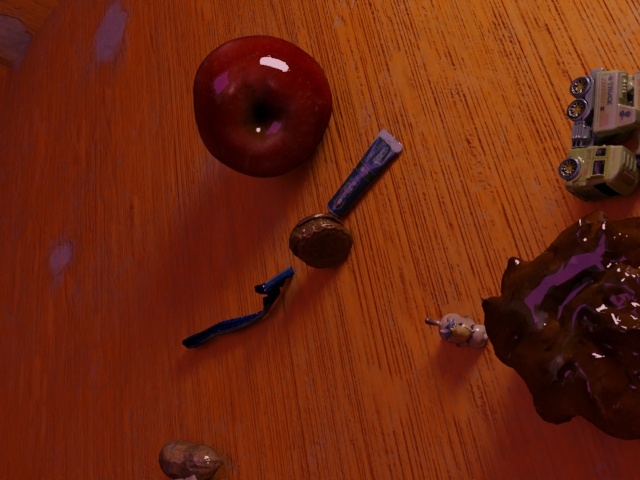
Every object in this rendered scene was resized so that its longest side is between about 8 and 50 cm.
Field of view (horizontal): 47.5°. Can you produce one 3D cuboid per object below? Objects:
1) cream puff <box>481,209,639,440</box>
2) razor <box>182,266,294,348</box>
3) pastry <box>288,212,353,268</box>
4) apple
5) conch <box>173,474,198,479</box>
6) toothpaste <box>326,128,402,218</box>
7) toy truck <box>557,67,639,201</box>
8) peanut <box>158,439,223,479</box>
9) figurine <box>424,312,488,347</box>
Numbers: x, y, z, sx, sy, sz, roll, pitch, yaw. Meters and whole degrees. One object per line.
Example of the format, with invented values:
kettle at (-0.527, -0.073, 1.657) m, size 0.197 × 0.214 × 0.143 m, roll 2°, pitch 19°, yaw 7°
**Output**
cream puff at (0.313, 0.098, 0.838) m, size 0.241 × 0.155 × 0.268 m, roll -32°, pitch 47°, yaw 29°
razor at (-0.168, 0.154, 1.410) m, size 0.324 × 0.093 × 0.056 m, roll -35°, pitch 87°, yaw 38°
pastry at (0.000, 0.000, 1.250) m, size 0.109 × 0.097 × 0.057 m, roll -19°, pitch 42°, yaw -2°
apple at (-0.113, -0.252, 1.355) m, size 0.260 × 0.260 × 0.216 m, roll -58°, pitch 18°, yaw 14°
conch at (-0.250, 0.524, 1.315) m, size 0.127 × 0.158 × 0.255 m, roll -57°, pitch -11°, yaw -63°
toothpaste at (0.066, -0.104, 1.268) m, size 0.197 × 0.035 × 0.057 m, roll -51°, pitch 60°, yaw 18°
toy truck at (0.369, -0.137, 0.919) m, size 0.100 × 0.077 × 0.168 m, roll -2°, pitch 73°, yaw 49°
peanut at (-0.249, 0.415, 1.369) m, size 0.175 × 0.080 × 0.080 m, roll -11°, pitch 67°, yaw 46°
figurine at (0.192, 0.127, 1.029) m, size 0.083 × 0.051 × 0.047 m, roll 7°, pitch 86°, yaw 49°
